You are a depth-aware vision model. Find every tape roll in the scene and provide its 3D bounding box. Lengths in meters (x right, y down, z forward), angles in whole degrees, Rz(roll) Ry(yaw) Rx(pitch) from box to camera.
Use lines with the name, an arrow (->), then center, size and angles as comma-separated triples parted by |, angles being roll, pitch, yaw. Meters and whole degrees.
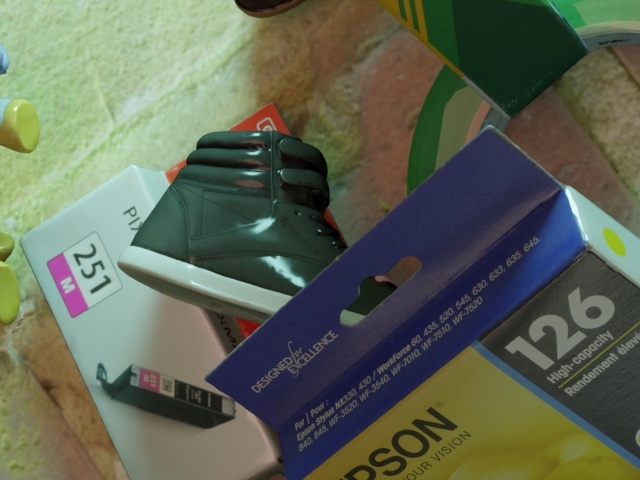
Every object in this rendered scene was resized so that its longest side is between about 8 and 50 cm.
tape roll -> 0.228, -0.041, 1.280 | 0.321, 0.077, 0.321 | 0, 89, 19

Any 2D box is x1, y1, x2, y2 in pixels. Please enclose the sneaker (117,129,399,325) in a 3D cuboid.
sneaker -> 0.000, 0.000, 1.296 | 0.295, 0.104, 0.147 | 17, 78, 21

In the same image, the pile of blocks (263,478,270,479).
pile of blocks -> 0.052, 0.344, 1.302 | 0.112, 0.149, 0.362 | -18, 97, 14

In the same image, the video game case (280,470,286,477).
video game case -> 0.024, 0.127, 1.377 | 0.119, 0.015, 0.166 | 33, 99, 17

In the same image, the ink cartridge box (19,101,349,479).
ink cartridge box -> -0.087, 0.059, 1.383 | 0.239, 0.060, 0.275 | -32, 76, 18

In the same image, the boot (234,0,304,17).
boot -> -0.023, -0.300, 1.297 | 0.090, 0.207, 0.248 | 43, 98, 28

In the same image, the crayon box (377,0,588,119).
crayon box -> 0.036, -0.239, 1.163 | 0.083, 0.323, 0.203 | -41, 47, 15

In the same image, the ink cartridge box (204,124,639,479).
ink cartridge box -> 0.126, 0.112, 1.196 | 0.307, 0.072, 0.303 | 34, 122, -23

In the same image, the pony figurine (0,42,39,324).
pony figurine -> -0.421, -0.088, 1.408 | 0.363, 0.303, 0.351 | -1, 108, 22
